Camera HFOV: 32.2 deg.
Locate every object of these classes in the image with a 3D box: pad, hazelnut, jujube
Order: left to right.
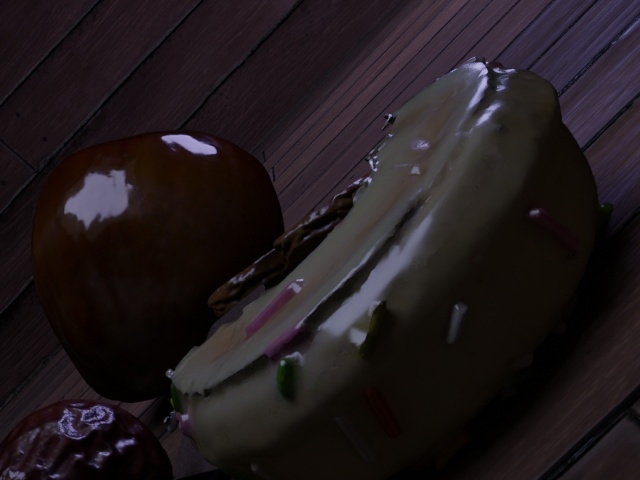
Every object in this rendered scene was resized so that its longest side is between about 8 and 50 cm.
[{"bbox_3d":[-0.231,0.252,1.019,0.183,0.183,0.243,-41,10,26],"label":"jujube"},{"bbox_3d":[-0.220,0.029,1.468,0.366,0.366,0.366,-44,11,11],"label":"hazelnut"},{"bbox_3d":[-0.104,0.148,1.111,0.266,0.002,0.176,141,143,-67],"label":"pad"}]

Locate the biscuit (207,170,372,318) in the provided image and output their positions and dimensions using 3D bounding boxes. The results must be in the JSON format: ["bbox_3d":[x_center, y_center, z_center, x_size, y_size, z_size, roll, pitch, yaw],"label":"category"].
[{"bbox_3d":[0.001,0.002,1.209,0.262,0.052,0.277,-34,-3,-14],"label":"biscuit"}]

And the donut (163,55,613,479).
[{"bbox_3d":[0.060,0.031,0.798,0.371,0.150,0.307,-49,12,-14],"label":"donut"}]
